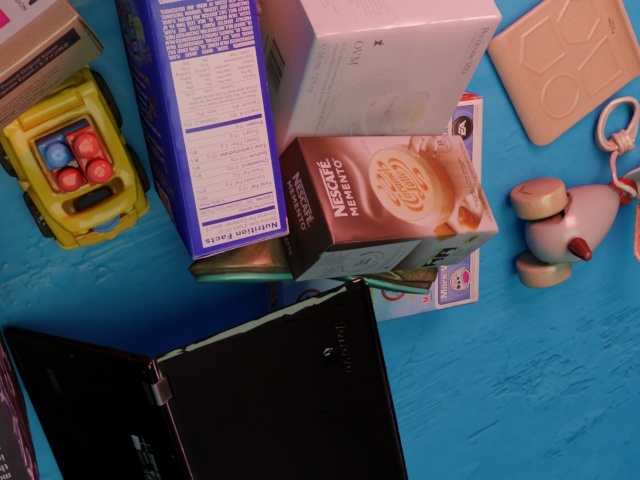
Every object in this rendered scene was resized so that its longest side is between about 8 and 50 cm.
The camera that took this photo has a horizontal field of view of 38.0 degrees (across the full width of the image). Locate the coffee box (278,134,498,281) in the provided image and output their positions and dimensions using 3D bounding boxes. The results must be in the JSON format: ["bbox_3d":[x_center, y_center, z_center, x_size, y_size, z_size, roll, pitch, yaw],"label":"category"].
[{"bbox_3d":[0.073,-0.042,1.111,0.247,0.098,0.141,-6,66,-33],"label":"coffee box"}]

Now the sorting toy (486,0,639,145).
[{"bbox_3d":[0.359,-0.269,1.359,0.208,0.038,0.193,-35,118,-4],"label":"sorting toy"}]

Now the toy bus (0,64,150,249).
[{"bbox_3d":[-0.271,-0.080,1.050,0.149,0.211,0.220,-28,118,-14],"label":"toy bus"}]

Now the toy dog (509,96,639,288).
[{"bbox_3d":[0.441,-0.043,1.399,0.334,0.161,0.220,-41,119,-6],"label":"toy dog"}]

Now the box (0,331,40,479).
[{"bbox_3d":[-0.461,0.109,0.985,0.212,0.293,0.395,-18,115,-17],"label":"box"}]

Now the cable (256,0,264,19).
[{"bbox_3d":[-0.014,-0.368,1.129,0.257,0.089,0.257,19,101,-27],"label":"cable"}]

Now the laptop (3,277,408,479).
[{"bbox_3d":[-0.136,0.244,1.208,0.236,0.408,0.381,-41,127,-45],"label":"laptop"}]

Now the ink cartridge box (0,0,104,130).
[{"bbox_3d":[-0.374,-0.231,0.948,0.193,0.088,0.234,-41,76,-5],"label":"ink cartridge box"}]

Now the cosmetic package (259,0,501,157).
[{"bbox_3d":[0.052,-0.215,1.078,0.225,0.138,0.224,-12,151,-21],"label":"cosmetic package"}]

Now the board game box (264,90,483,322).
[{"bbox_3d":[0.071,-0.040,1.282,0.302,0.086,0.308,-9,111,-20],"label":"board game box"}]

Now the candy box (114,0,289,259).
[{"bbox_3d":[-0.142,-0.175,1.038,0.122,0.268,0.317,-13,113,-15],"label":"candy box"}]

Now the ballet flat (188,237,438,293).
[{"bbox_3d":[0.000,0.000,1.163,0.342,0.116,0.124,4,86,-25],"label":"ballet flat"}]
